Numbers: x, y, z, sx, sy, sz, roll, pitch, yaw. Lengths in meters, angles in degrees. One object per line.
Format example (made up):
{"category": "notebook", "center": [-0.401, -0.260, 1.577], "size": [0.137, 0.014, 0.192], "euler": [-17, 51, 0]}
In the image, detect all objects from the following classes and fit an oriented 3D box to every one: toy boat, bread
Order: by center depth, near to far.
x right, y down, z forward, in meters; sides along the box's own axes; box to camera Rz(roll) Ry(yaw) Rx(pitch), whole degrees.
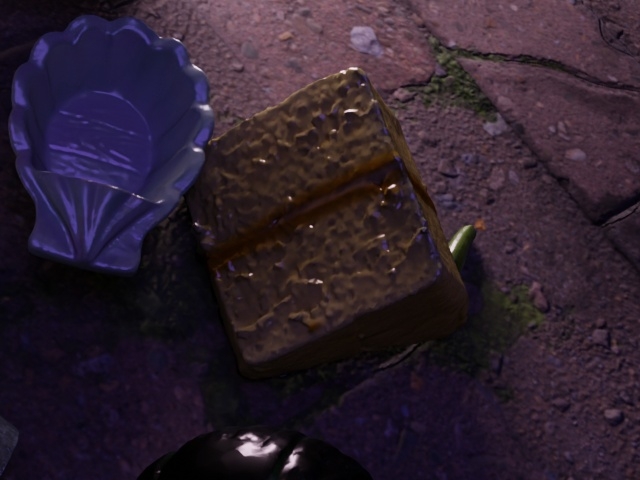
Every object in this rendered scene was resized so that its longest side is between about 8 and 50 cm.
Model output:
{"category": "toy boat", "center": [-0.214, -0.088, 1.221], "size": [0.199, 0.100, 0.290], "euler": [14, 55, -10]}
{"category": "bread", "center": [0.000, 0.000, 1.250], "size": [0.236, 0.198, 0.263], "euler": [-24, 64, 11]}

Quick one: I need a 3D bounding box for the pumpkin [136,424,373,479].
{"category": "pumpkin", "center": [-0.044, 0.266, 1.008], "size": [0.248, 0.248, 0.248], "euler": [9, 57, -14]}

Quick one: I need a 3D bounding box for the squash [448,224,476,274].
{"category": "squash", "center": [0.146, 0.014, 1.327], "size": [0.027, 0.027, 0.089], "euler": [28, 53, -1]}

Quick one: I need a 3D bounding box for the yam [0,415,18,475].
{"category": "yam", "center": [-0.368, 0.123, 1.011], "size": [0.259, 0.093, 0.093], "euler": [39, 54, -10]}
